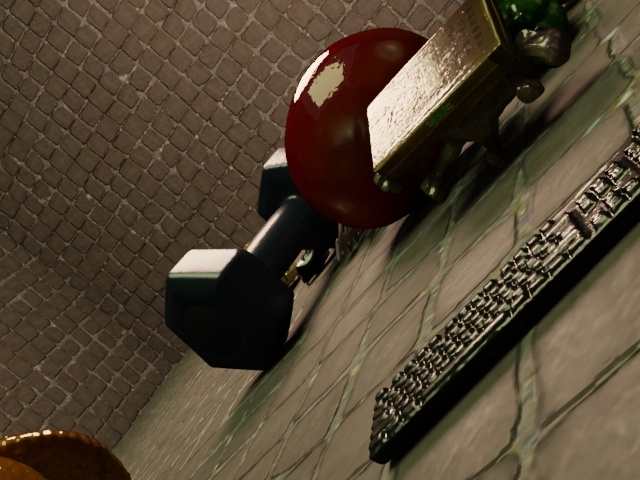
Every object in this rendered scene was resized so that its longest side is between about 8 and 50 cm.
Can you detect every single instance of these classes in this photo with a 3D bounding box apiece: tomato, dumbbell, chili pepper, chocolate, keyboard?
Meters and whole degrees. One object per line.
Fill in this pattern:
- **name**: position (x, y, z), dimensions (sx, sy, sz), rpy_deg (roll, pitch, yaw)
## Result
- **tomato**: position (0.046, -0.109, 0.796), dimensions (0.195, 0.136, 0.195), rpy_deg (-44, -35, -42)
- **dumbbell**: position (-0.057, 0.010, 1.020), dimensions (0.160, 0.144, 0.325), rpy_deg (-4, 32, 31)
- **chili pepper**: position (0.191, -0.211, 0.836), dimensions (0.099, 0.083, 0.253), rpy_deg (-62, 0, 11)
- **chocolate**: position (0.000, -0.003, 1.220), dimensions (0.147, 0.070, 0.072), rpy_deg (-90, 6, -49)
- **keyboard**: position (0.091, 0.016, 0.359), dimensions (0.204, 0.013, 0.061), rpy_deg (-50, 5, 17)

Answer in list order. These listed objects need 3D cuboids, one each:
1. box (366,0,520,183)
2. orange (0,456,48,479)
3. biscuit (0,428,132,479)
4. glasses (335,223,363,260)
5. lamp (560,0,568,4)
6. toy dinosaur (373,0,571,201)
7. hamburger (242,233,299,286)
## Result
- **box**: position (0.086, -0.115, 0.612), dimensions (0.133, 0.023, 0.090), rpy_deg (-45, 27, 30)
- **orange**: position (-0.327, 0.308, 0.704), dimensions (0.264, 0.264, 0.264), rpy_deg (-50, 4, 5)
- **biscuit**: position (-0.322, 0.312, 0.886), dimensions (0.254, 0.254, 0.035), rpy_deg (-51, 40, 0)
- **glasses**: position (0.092, -0.090, 1.000), dimensions (0.255, 0.095, 0.162), rpy_deg (-54, -22, -24)
- **lamp**: position (0.241, -0.320, 0.894), dimensions (0.136, 0.136, 0.136), rpy_deg (-50, 4, 5)
- **toy dinosaur**: position (0.121, -0.129, 0.679), dimensions (0.200, 0.072, 0.251), rpy_deg (-60, 8, 24)
- **hamburger**: position (-0.112, 0.081, 1.397), dimensions (0.177, 0.113, 0.185), rpy_deg (-55, -7, 37)
